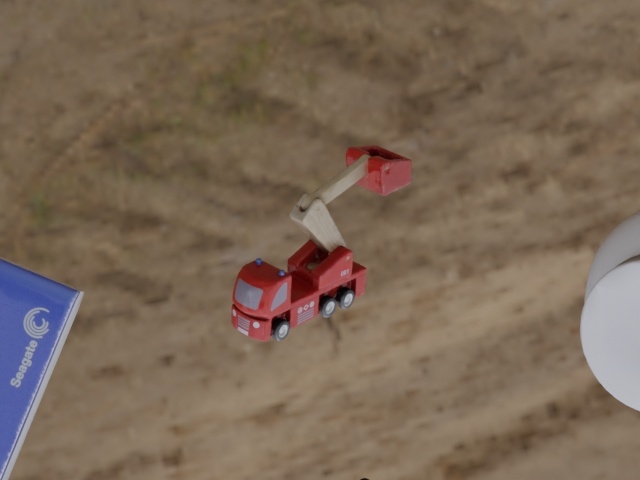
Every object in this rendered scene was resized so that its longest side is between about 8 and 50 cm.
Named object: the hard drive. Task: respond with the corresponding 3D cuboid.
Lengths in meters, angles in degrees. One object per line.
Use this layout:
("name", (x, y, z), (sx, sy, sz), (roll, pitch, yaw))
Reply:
("hard drive", (-0.388, 0.080, 1.591), (0.318, 0.210, 0.040), (22, 179, 2))

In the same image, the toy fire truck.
("toy fire truck", (0.000, 0.000, 1.688), (0.192, 0.047, 0.135), (-23, 127, -42))

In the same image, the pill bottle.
("pill bottle", (0.335, 0.038, 1.562), (0.181, 0.181, 0.323), (-32, 175, 34))

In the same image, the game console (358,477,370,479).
("game console", (0.024, 0.327, 2.073), (0.144, 0.085, 0.124), (-58, 155, -8))
